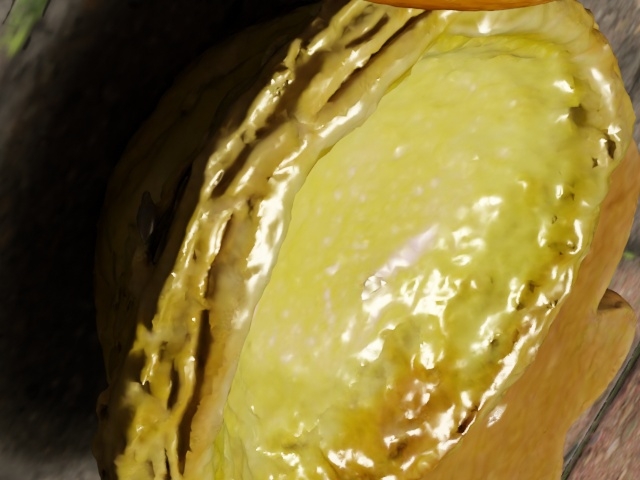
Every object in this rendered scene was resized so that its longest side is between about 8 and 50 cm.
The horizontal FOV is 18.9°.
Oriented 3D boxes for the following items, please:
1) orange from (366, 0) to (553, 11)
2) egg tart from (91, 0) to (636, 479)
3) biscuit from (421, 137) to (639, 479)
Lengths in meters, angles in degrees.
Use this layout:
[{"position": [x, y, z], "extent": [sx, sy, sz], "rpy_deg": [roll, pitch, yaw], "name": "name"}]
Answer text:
[{"position": [0.041, -0.189, 0.506], "extent": [0.261, 0.261, 0.261], "rpy_deg": [-38, 147, -30], "name": "orange"}, {"position": [0.000, 0.000, 0.790], "extent": [0.294, 0.123, 0.294], "rpy_deg": [-33, 142, -30], "name": "egg tart"}, {"position": [0.078, 0.072, 1.050], "extent": [0.275, 0.052, 0.355], "rpy_deg": [-31, 140, -34], "name": "biscuit"}]
